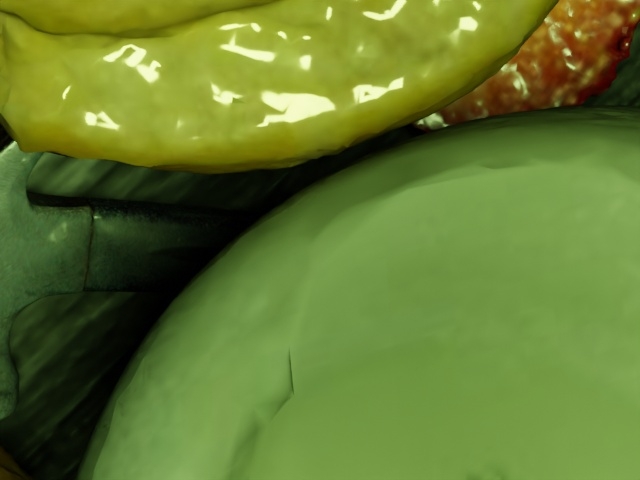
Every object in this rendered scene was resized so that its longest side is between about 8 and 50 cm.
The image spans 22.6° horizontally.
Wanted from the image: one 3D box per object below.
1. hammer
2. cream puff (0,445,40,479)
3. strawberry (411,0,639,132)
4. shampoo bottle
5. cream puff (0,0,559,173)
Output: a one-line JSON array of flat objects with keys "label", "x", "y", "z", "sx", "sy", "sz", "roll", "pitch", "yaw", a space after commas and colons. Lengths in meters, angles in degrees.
[{"label": "hammer", "x": 0.000, "y": 0.000, "z": 0.619, "sx": 0.289, "sy": 0.037, "sz": 0.137, "roll": 1, "pitch": 110, "yaw": -23}, {"label": "cream puff", "x": -0.180, "y": 0.156, "z": 0.497, "sx": 0.269, "sy": 0.155, "sz": 0.241, "roll": -10, "pitch": 84, "yaw": -50}, {"label": "strawberry", "x": 0.069, "y": -0.150, "z": 0.610, "sx": 0.167, "sy": 0.087, "sz": 0.208, "roll": 30, "pitch": 116, "yaw": -5}, {"label": "shampoo bottle", "x": 0.087, "y": 0.119, "z": 0.489, "sx": 0.317, "sy": 0.322, "sz": 0.322, "roll": 21, "pitch": 92, "yaw": -61}, {"label": "cream puff", "x": -0.055, "y": -0.199, "z": 0.456, "sx": 0.327, "sy": 0.231, "sz": 0.343, "roll": -38, "pitch": 109, "yaw": 6}]
